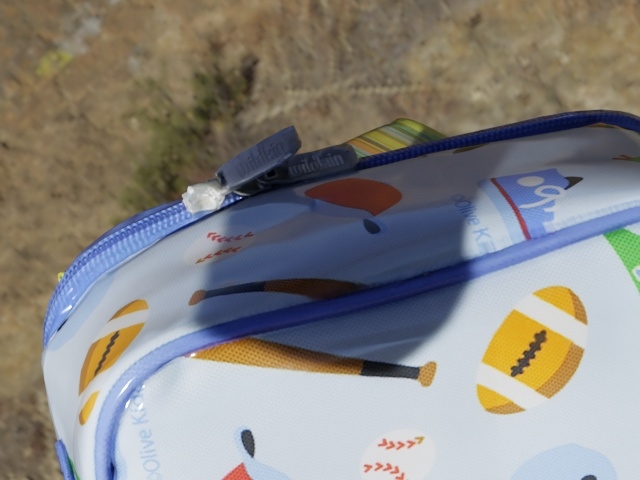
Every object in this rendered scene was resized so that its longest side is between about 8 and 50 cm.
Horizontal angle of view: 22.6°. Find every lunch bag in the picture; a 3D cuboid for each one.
[{"bbox_3d":[0.036,0.107,0.522,0.243,0.303,0.115,-15,25,-9],"label":"lunch bag"}]

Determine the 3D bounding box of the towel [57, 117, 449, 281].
[{"bbox_3d":[0.000,0.000,0.749,0.102,0.021,0.237,28,38,33],"label":"towel"}]
